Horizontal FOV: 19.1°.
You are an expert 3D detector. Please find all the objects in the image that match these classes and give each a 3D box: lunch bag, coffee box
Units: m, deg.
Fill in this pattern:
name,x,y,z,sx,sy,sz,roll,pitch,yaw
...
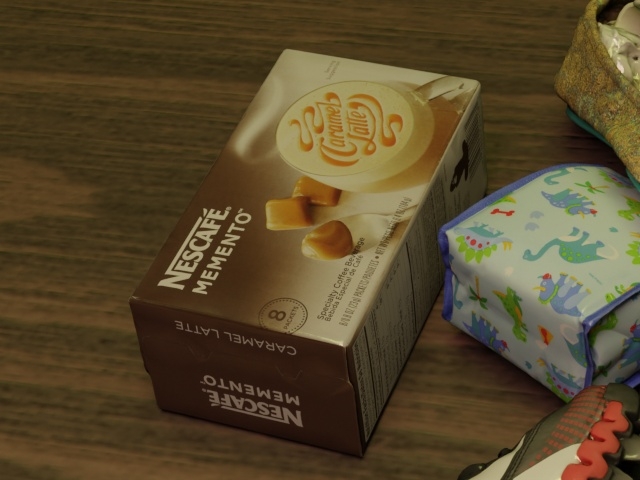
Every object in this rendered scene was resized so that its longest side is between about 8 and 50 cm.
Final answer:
name,x,y,z,sx,sy,sz,roll,pitch,yaw
lunch bag,0.166,0.017,1.137,0.151,0.096,0.129,-33,48,-28
coffee box,0.000,0.000,1.179,0.141,0.098,0.246,11,46,20

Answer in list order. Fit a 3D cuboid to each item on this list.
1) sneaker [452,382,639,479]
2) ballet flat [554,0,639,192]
name,x,y,z,sx,sy,sz,roll,pitch,yaw
sneaker,0.079,0.163,0.993,0.135,0.098,0.276,22,52,25
ballet flat,0.231,-0.078,1.142,0.123,0.123,0.348,-14,24,-6
